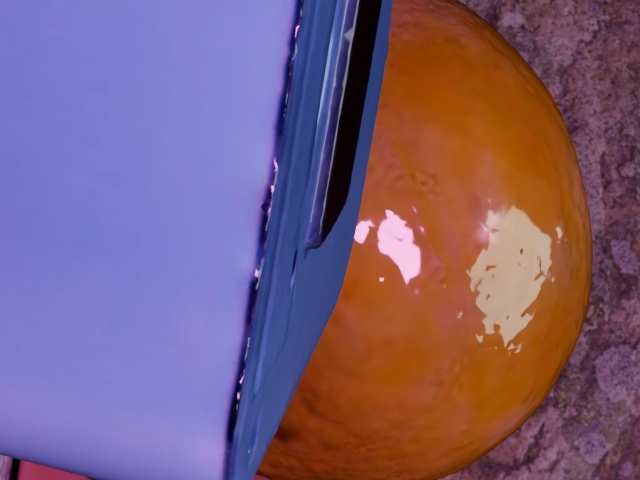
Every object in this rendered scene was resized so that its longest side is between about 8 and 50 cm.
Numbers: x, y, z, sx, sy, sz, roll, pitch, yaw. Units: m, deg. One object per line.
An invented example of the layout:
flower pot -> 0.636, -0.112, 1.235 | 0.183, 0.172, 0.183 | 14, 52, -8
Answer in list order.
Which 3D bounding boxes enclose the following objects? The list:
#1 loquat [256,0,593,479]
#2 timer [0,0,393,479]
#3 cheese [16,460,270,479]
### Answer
loquat -> 0.000, 0.000, 0.805 | 0.244, 0.244, 0.244 | -171, -90, -89
timer -> -0.025, -0.068, 0.555 | 0.250, 0.091, 0.232 | -48, 149, -72
cheese -> -0.092, 0.176, 0.872 | 0.177, 0.203, 0.128 | -25, -126, 50
